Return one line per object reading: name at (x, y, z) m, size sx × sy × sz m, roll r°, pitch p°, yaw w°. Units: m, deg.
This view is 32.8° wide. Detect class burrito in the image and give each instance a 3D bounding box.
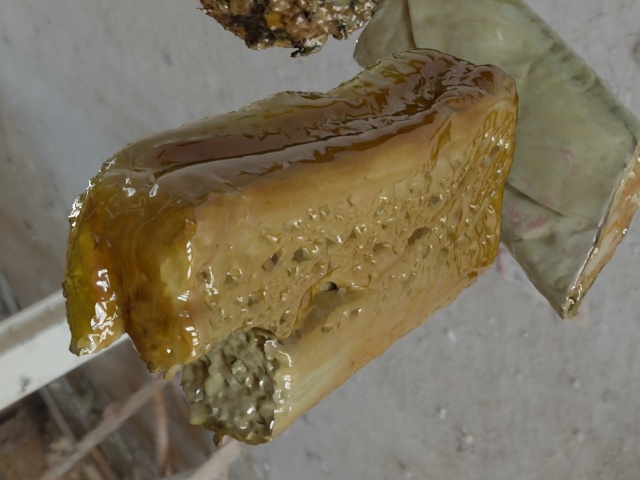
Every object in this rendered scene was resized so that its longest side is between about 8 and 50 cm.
burrito at (0.157, -0.095, 0.872) m, size 0.299 × 0.143 × 0.105 m, roll 53°, pitch -170°, yaw 15°

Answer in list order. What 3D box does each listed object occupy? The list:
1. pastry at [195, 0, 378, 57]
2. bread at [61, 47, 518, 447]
pastry at (-0.030, -0.349, 1.339) m, size 0.193 × 0.274 × 0.275 m, roll -126°, pitch 16°, yaw -67°
bread at (0.000, 0.000, 0.639) m, size 0.109 × 0.380 × 0.185 m, roll 20°, pitch 116°, yaw 26°
